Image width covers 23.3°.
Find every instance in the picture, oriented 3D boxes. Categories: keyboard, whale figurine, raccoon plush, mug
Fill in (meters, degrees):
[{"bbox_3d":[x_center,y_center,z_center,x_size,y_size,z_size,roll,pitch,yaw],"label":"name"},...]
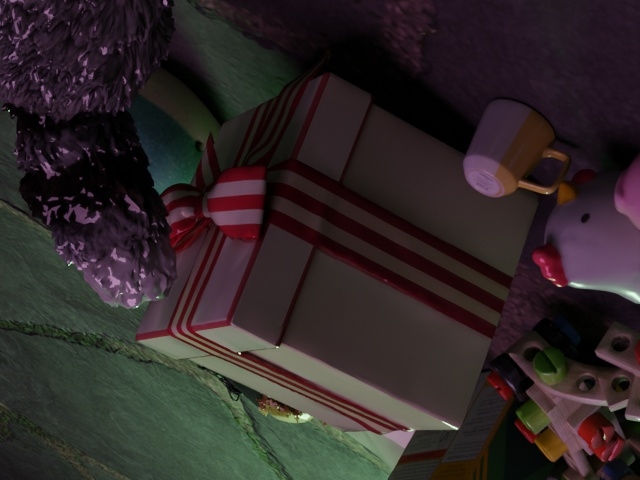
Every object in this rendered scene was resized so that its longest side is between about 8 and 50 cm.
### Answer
[{"bbox_3d":[-0.115,0.156,2.073,0.100,0.038,0.192,-24,121,36],"label":"keyboard"},{"bbox_3d":[-0.219,-0.092,1.564,0.272,0.141,0.216,11,148,44],"label":"whale figurine"},{"bbox_3d":[-0.129,-0.181,1.125,0.299,0.216,0.446,-8,116,56],"label":"raccoon plush"},{"bbox_3d":[0.150,-0.069,1.230,0.078,0.064,0.062,7,145,46],"label":"mug"}]

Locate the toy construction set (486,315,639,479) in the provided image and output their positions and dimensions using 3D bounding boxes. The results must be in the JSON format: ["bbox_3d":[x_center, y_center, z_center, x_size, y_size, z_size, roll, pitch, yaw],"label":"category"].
[{"bbox_3d":[0.274,0.182,1.451,0.215,0.151,0.327,47,161,38],"label":"toy construction set"}]

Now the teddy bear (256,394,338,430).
[{"bbox_3d":[-0.050,0.100,1.757,0.338,0.113,0.245,42,148,-24],"label":"teddy bear"}]

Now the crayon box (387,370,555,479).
[{"bbox_3d":[0.128,0.288,1.626,0.083,0.323,0.203,39,157,-12],"label":"crayon box"}]

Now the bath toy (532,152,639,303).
[{"bbox_3d":[0.273,-0.023,1.080,0.348,0.129,0.151,-13,91,60],"label":"bath toy"}]

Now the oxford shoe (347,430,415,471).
[{"bbox_3d":[0.189,0.317,1.860,0.449,0.130,0.169,33,159,5],"label":"oxford shoe"}]

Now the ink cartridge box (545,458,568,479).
[{"bbox_3d":[0.231,0.388,1.675,0.117,0.278,0.201,29,-177,10],"label":"ink cartridge box"}]

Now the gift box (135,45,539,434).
[{"bbox_3d":[0.000,0.000,1.338,0.258,0.276,0.255,26,158,-21],"label":"gift box"}]
